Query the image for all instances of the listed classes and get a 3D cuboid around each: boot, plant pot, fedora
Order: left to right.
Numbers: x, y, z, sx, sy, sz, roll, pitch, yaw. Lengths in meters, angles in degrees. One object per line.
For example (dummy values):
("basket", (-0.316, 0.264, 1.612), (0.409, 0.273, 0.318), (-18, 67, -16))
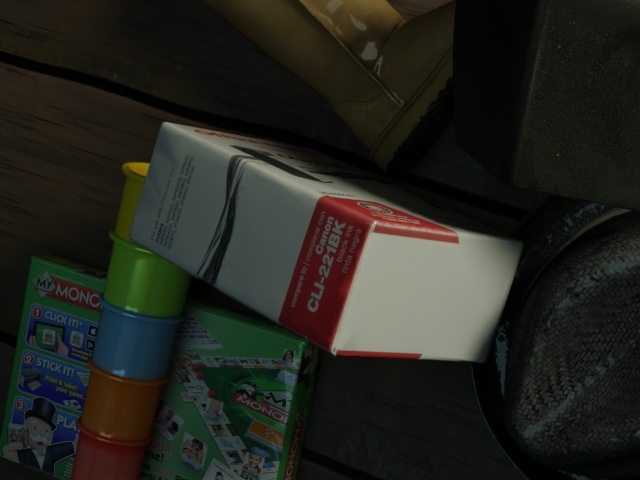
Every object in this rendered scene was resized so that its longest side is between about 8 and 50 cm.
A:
("boot", (0.036, -0.224, 1.416), (0.269, 0.089, 0.236), (47, 110, 17))
("plant pot", (0.204, -0.126, 1.256), (0.188, 0.187, 0.167), (9, 107, -17))
("fedora", (0.253, 0.086, 1.293), (0.334, 0.152, 0.334), (1, 93, 26))

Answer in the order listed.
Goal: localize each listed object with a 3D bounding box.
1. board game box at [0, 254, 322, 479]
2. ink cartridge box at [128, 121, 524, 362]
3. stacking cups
("board game box", (-0.163, 0.155, 1.555), (0.317, 0.046, 0.214), (16, 99, 24))
("ink cartridge box", (0.000, 0.000, 1.343), (0.273, 0.197, 0.114), (25, 103, 42))
("stacking cups", (-0.179, 0.088, 1.485), (0.096, 0.096, 0.316), (22, 102, 23))
